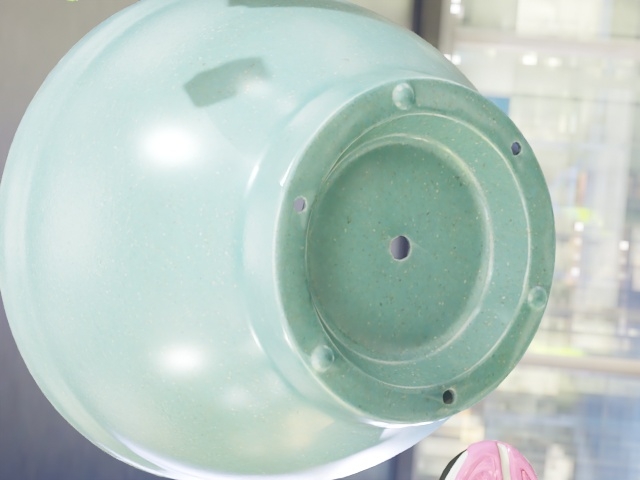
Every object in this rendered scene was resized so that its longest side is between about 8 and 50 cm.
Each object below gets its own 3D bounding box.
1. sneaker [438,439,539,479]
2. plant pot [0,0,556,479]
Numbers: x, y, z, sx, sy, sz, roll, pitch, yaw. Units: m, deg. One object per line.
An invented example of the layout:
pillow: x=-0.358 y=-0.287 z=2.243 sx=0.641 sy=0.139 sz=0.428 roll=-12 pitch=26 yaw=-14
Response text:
sneaker: x=0.069 y=0.175 z=0.767 sx=0.075 sy=0.063 sz=0.170 roll=-160 pitch=-111 yaw=-75
plant pot: x=0.000 y=0.000 z=0.873 sx=0.196 sy=0.293 sz=0.293 roll=4 pitch=-91 yaw=57
